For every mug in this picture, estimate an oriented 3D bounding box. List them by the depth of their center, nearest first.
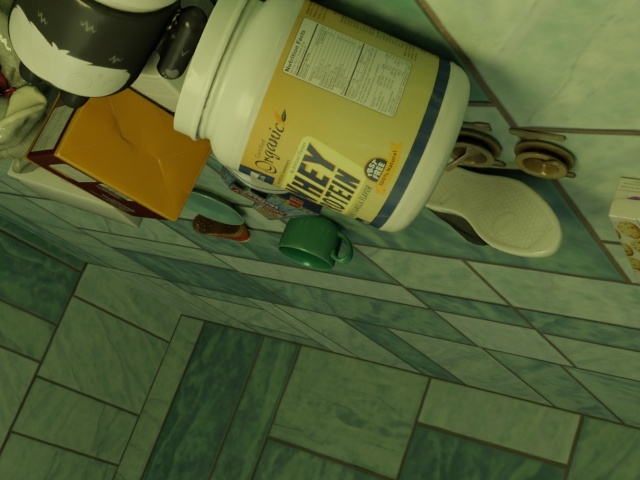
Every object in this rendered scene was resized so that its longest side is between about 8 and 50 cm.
[{"bbox_3d":[-0.005,0.000,1.917,0.157,0.097,0.129,21,165,-4],"label":"mug"}]

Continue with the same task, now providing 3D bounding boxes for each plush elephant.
[{"bbox_3d":[-0.518,-0.246,1.426,0.330,0.255,0.272,20,163,-1],"label":"plush elephant"}]

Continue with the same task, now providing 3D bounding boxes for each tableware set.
[{"bbox_3d":[0.265,-0.118,1.255,0.194,0.039,0.128,13,163,28],"label":"tableware set"}]

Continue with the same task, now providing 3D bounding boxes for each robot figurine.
[{"bbox_3d":[-0.261,-0.283,1.021,0.209,0.174,0.278,-4,151,-38],"label":"robot figurine"}]

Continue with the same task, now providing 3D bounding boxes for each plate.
[{"bbox_3d":[-0.269,-0.087,2.103,0.188,0.024,0.188,19,166,5],"label":"plate"}]

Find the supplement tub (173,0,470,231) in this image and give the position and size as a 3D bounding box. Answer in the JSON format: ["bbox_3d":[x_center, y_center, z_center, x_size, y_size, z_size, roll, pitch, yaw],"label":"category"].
[{"bbox_3d":[0.000,-0.166,1.081,0.316,0.228,0.228,22,165,-5],"label":"supplement tub"}]

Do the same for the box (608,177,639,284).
[{"bbox_3d":[0.505,0.007,1.322,0.067,0.063,0.324,12,163,33],"label":"box"}]

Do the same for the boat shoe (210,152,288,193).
[{"bbox_3d":[-0.137,-0.154,1.579,0.226,0.083,0.076,25,165,-14],"label":"boat shoe"}]

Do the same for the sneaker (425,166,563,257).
[{"bbox_3d":[0.288,-0.032,1.356,0.147,0.105,0.295,29,-179,-39],"label":"sneaker"}]

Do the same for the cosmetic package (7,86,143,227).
[{"bbox_3d":[-0.412,-0.170,1.613,0.224,0.225,0.138,18,166,14],"label":"cosmetic package"}]

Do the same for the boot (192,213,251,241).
[{"bbox_3d":[-0.252,-0.028,2.232,0.157,0.059,0.084,12,167,28],"label":"boot"}]

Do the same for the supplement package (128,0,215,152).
[{"bbox_3d":[-0.184,-0.236,1.248,0.133,0.139,0.244,15,166,30],"label":"supplement package"}]

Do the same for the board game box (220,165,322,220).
[{"bbox_3d":[-0.110,-0.101,1.776,0.194,0.060,0.194,25,164,-15],"label":"board game box"}]

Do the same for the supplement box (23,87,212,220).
[{"bbox_3d":[-0.294,-0.130,1.265,0.191,0.129,0.194,31,167,-30],"label":"supplement box"}]
